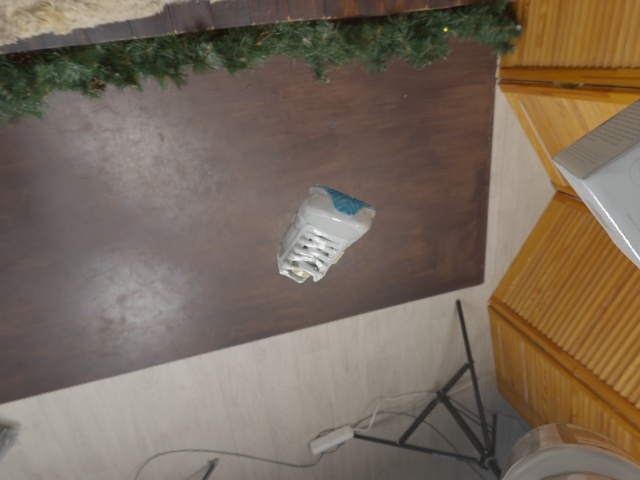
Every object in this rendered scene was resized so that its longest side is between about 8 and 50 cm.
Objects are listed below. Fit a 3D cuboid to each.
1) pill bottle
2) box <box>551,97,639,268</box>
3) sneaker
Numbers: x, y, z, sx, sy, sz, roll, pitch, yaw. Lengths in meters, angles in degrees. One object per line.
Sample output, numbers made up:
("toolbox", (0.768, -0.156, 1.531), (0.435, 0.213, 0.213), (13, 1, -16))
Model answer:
("pill bottle", (0.313, 0.341, 0.499), (0.204, 0.204, 0.361), (-48, 150, 6))
("box", (0.586, -0.135, 0.634), (0.345, 0.168, 0.215), (-37, 101, 24))
("sneaker", (0.000, 0.000, 0.523), (0.088, 0.229, 0.092), (23, 74, -7))
